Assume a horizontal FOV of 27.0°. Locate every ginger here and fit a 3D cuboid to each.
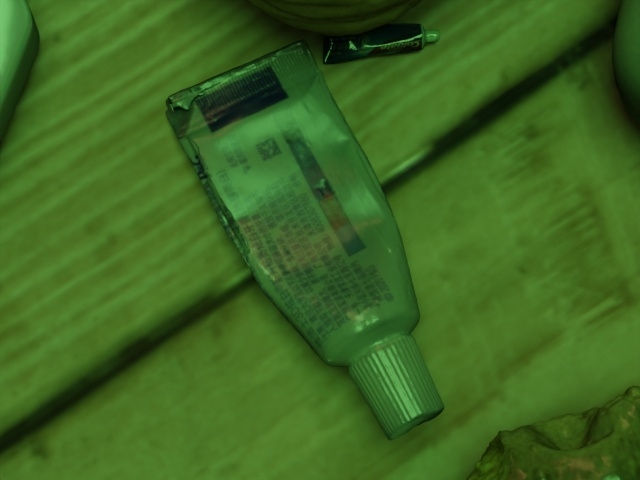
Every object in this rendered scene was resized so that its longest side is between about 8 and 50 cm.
[{"bbox_3d":[0.193,0.225,0.815,0.219,0.123,0.270,-43,93,-7],"label":"ginger"}]

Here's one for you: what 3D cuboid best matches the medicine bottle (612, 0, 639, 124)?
[{"bbox_3d":[0.343,-0.233,0.871,0.282,0.123,0.375,13,89,18],"label":"medicine bottle"}]

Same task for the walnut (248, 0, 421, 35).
[{"bbox_3d":[0.025,-0.259,0.864,0.261,0.225,0.225,-40,83,-9],"label":"walnut"}]

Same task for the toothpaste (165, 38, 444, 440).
[{"bbox_3d":[-0.001,0.000,0.884,0.099,0.068,0.282,-13,67,-36],"label":"toothpaste"}]

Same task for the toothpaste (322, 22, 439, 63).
[{"bbox_3d":[0.042,-0.140,0.931,0.083,0.019,0.027,-5,102,-3],"label":"toothpaste"}]

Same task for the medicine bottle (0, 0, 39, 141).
[{"bbox_3d":[-0.252,-0.135,0.888,0.119,0.069,0.183,18,79,2],"label":"medicine bottle"}]
